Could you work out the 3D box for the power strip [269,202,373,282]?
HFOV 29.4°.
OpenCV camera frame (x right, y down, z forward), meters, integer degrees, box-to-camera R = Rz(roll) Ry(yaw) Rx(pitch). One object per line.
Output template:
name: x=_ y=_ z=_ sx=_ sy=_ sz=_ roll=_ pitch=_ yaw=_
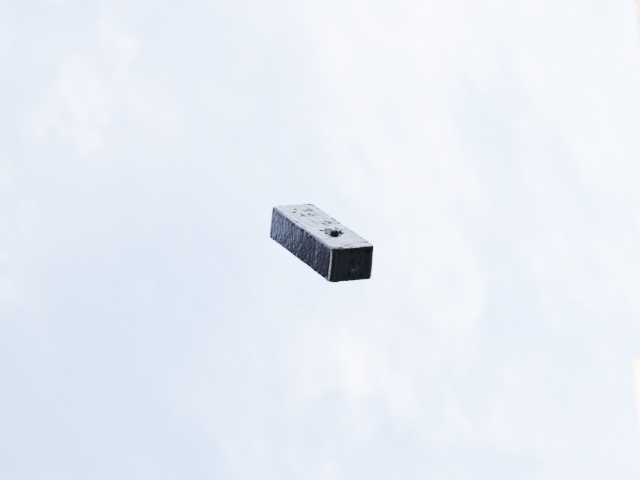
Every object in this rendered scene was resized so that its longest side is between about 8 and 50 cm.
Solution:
power strip: x=0.000 y=0.000 z=0.901 sx=0.038 sy=0.111 sz=0.029 roll=-5 pitch=-69 yaw=-27
